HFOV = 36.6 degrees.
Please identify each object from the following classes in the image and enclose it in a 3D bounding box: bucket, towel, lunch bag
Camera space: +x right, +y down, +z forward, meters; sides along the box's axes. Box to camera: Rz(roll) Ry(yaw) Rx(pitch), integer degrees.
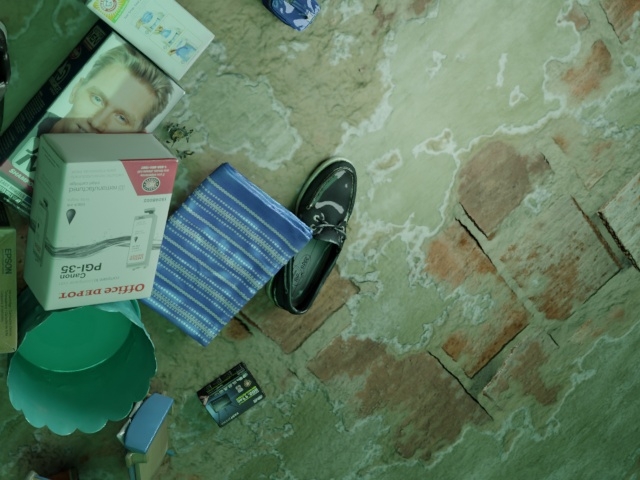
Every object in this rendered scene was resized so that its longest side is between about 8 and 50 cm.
[{"bbox_3d":[-0.450,0.198,1.797,0.281,0.183,0.281,-9,121,-16],"label":"bucket"},{"bbox_3d":[-0.205,0.034,1.881,0.243,0.040,0.336,39,104,-24],"label":"towel"},{"bbox_3d":[-0.051,-0.428,1.764,0.098,0.065,0.067,33,97,-32],"label":"lunch bag"}]

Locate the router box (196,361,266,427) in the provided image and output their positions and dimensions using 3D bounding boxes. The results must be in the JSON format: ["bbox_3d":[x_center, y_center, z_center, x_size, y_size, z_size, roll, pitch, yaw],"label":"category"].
[{"bbox_3d":[-0.191,0.332,2.074,0.122,0.038,0.092,-34,123,-7],"label":"router box"}]

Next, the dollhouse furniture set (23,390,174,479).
[{"bbox_3d":[-0.434,0.473,1.979,0.198,0.303,0.286,16,136,10],"label":"dollhouse furniture set"}]

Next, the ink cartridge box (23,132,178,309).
[{"bbox_3d":[-0.377,-0.034,1.649,0.207,0.117,0.283,-6,124,-36],"label":"ink cartridge box"}]

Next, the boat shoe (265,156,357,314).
[{"bbox_3d":[-0.004,-0.001,1.958,0.127,0.113,0.340,23,102,-30],"label":"boat shoe"}]

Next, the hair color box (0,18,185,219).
[{"bbox_3d":[-0.419,-0.192,1.684,0.174,0.105,0.347,38,93,-34],"label":"hair color box"}]

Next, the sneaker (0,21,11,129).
[{"bbox_3d":[-0.557,-0.245,1.595,0.078,0.106,0.234,4,112,-25],"label":"sneaker"}]

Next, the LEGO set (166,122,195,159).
[{"bbox_3d":[-0.265,-0.191,1.809,0.054,0.023,0.083,-11,130,-17],"label":"LEGO set"}]

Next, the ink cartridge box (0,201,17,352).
[{"bbox_3d":[-0.580,0.051,1.672,0.088,0.193,0.235,-3,115,-23],"label":"ink cartridge box"}]

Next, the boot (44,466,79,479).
[{"bbox_3d":[-0.536,0.552,2.014,0.084,0.059,0.158,-12,109,-16],"label":"boot"}]

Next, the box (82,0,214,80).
[{"bbox_3d":[-0.298,-0.384,1.643,0.203,0.114,0.103,38,96,-33],"label":"box"}]
